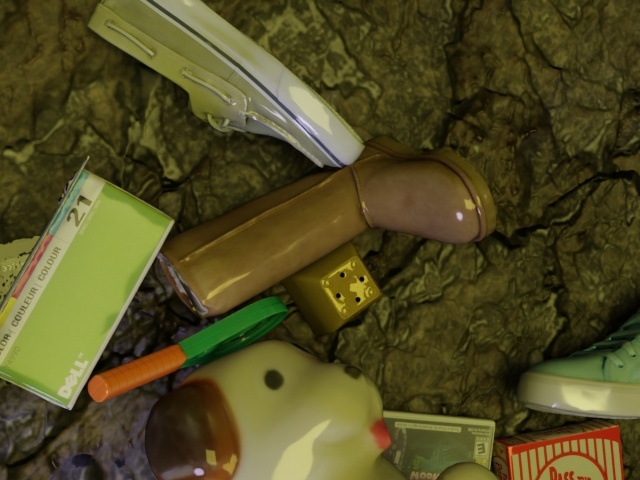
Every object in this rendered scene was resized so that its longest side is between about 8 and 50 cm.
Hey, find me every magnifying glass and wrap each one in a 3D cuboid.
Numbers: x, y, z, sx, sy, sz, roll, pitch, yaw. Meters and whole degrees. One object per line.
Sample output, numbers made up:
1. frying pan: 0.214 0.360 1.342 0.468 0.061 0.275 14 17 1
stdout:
1. magnifying glass: -0.118 0.101 0.847 0.231 0.092 0.026 -21 73 -49

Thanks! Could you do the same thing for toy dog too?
1. toy dog: -0.009 0.293 0.839 0.284 0.395 0.408 -13 90 -53

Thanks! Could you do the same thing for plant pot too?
1. plant pot: 0.018 0.048 0.931 0.081 0.083 0.081 -34 100 -14

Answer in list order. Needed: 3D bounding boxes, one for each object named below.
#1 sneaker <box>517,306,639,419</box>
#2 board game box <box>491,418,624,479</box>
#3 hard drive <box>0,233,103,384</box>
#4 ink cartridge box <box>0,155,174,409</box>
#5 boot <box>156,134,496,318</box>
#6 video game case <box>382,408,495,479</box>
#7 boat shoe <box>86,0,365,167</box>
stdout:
1. sneaker: 0.378 0.122 1.025 0.366 0.135 0.150 0 82 -25
2. board game box: 0.277 0.313 1.025 0.147 0.045 0.193 -7 92 -17
3. hard drive: -0.274 0.063 0.874 0.094 0.022 0.135 -13 93 -17
4. ink cartridge box: -0.205 0.042 0.749 0.097 0.255 0.189 30 81 -15
5. boot: 0.000 0.000 0.859 0.269 0.236 0.089 -27 113 -18
6. video game case: 0.095 0.276 0.984 0.190 0.022 0.173 8 87 -17
7. boat shoe: -0.093 -0.159 0.890 0.302 0.109 0.094 38 96 3
